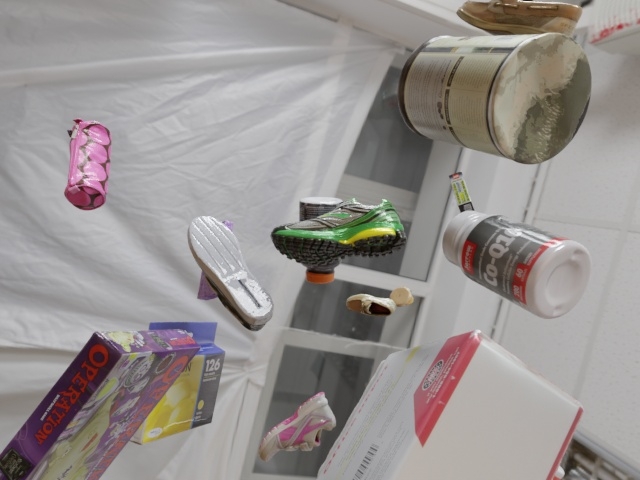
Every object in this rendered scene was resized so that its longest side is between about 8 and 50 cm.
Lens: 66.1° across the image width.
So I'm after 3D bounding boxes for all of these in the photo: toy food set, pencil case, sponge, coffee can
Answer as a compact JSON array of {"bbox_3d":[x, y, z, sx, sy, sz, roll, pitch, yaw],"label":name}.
[{"bbox_3d":[0.284,0.199,1.739,0.083,0.020,0.082,-23,-135,15],"label":"toy food set"},{"bbox_3d":[-0.543,-0.179,1.144,0.098,0.095,0.209,75,3,-63],"label":"pencil case"},{"bbox_3d":[-0.293,0.058,1.375,0.117,0.031,0.210,-19,-119,51],"label":"sponge"},{"bbox_3d":[0.295,-0.261,0.883,0.275,0.202,0.201,42,-62,59],"label":"coffee can"}]

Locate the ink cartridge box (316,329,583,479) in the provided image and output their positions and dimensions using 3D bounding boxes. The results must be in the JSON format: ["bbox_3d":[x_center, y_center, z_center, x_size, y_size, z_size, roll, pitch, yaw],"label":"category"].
[{"bbox_3d":[0.144,0.303,0.706,0.279,0.160,0.384,-55,177,-17],"label":"ink cartridge box"}]

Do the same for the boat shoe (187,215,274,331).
[{"bbox_3d":[-0.242,0.091,1.241,0.335,0.121,0.119,55,-37,21],"label":"boat shoe"}]

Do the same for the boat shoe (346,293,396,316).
[{"bbox_3d":[0.129,0.173,1.293,0.045,0.135,0.050,-42,128,-63],"label":"boat shoe"}]

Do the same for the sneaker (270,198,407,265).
[{"bbox_3d":[0.041,-0.027,1.283,0.134,0.344,0.146,93,-10,-58],"label":"sneaker"}]

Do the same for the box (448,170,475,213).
[{"bbox_3d":[0.402,-0.077,1.335,0.036,0.207,0.114,-19,-133,18],"label":"box"}]

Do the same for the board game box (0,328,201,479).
[{"bbox_3d":[-0.304,0.258,0.596,0.347,0.056,0.208,-53,171,-2],"label":"board game box"}]

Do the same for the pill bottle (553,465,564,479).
[{"bbox_3d":[0.429,0.540,1.083,0.193,0.108,0.108,-52,-160,6],"label":"pill bottle"}]

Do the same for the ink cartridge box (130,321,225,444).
[{"bbox_3d":[-0.391,0.391,1.409,0.304,0.072,0.307,19,82,-64],"label":"ink cartridge box"}]

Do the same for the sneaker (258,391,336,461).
[{"bbox_3d":[-0.061,0.533,1.345,0.252,0.111,0.103,-42,164,8],"label":"sneaker"}]

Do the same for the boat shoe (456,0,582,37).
[{"bbox_3d":[0.474,-0.545,1.191,0.341,0.122,0.110,46,-55,44],"label":"boat shoe"}]

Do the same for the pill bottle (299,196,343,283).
[{"bbox_3d":[0.000,0.000,1.452,0.130,0.131,0.245,-137,-133,-72],"label":"pill bottle"}]

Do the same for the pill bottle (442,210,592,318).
[{"bbox_3d":[0.398,0.037,1.044,0.283,0.161,0.161,35,-68,59],"label":"pill bottle"}]
